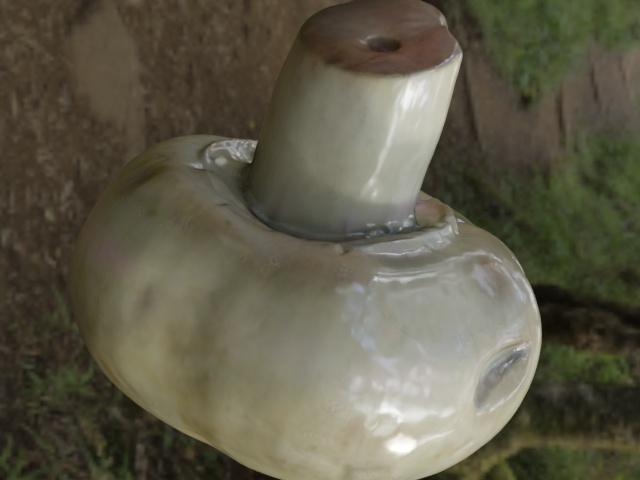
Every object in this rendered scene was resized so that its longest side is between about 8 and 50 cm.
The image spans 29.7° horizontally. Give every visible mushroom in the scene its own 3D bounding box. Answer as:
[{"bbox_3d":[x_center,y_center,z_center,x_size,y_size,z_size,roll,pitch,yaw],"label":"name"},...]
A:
[{"bbox_3d":[-0.017,0.027,0.912,0.353,0.325,0.353,56,-16,25],"label":"mushroom"}]
